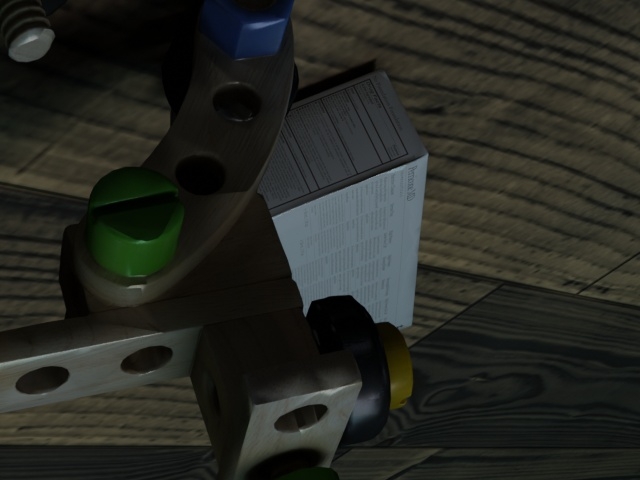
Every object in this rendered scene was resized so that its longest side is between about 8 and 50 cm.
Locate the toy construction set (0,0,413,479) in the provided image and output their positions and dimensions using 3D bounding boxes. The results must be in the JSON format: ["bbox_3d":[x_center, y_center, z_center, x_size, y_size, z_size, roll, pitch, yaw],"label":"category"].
[{"bbox_3d":[-0.111,0.048,0.633,0.257,0.237,0.309,-3,149,-44],"label":"toy construction set"}]

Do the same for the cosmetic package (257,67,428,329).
[{"bbox_3d":[0.000,0.000,0.880,0.099,0.060,0.239,-20,158,-8],"label":"cosmetic package"}]
